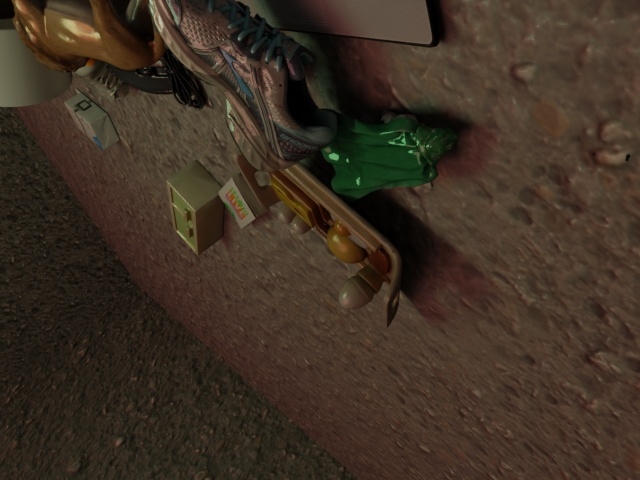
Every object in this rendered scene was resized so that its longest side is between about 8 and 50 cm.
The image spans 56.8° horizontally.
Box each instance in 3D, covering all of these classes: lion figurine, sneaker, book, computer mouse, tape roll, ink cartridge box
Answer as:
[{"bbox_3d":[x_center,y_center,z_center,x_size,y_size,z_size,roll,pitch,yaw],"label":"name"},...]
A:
[{"bbox_3d":[-0.363,-0.343,0.941,0.392,0.142,0.240,27,150,29],"label":"lion figurine"},{"bbox_3d":[-0.454,-0.355,1.250,0.121,0.099,0.262,45,177,-20],"label":"sneaker"},{"bbox_3d":[-0.165,-0.081,1.231,0.096,0.035,0.144,56,159,-4],"label":"book"},{"bbox_3d":[-0.074,-0.212,0.666,0.122,0.110,0.283,-11,128,36],"label":"sneaker"},{"bbox_3d":[-0.335,-0.334,1.089,0.272,0.072,0.188,28,150,42],"label":"computer mouse"},{"bbox_3d":[-0.658,-0.414,1.240,0.246,0.246,0.169,38,138,26],"label":"tape roll"},{"bbox_3d":[-0.662,-0.348,1.694,0.180,0.060,0.104,37,155,29],"label":"ink cartridge box"}]

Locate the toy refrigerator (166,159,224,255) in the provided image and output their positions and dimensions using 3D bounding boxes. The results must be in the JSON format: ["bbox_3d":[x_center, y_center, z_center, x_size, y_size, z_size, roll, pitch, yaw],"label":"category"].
[{"bbox_3d":[-0.298,-0.068,1.412,0.102,0.094,0.269,46,157,9],"label":"toy refrigerator"}]

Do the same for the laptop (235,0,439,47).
[{"bbox_3d":[-0.145,-0.329,0.527,0.382,0.236,0.408,27,149,45],"label":"laptop"}]

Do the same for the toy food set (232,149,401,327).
[{"bbox_3d":[0.000,0.000,0.893,0.306,0.092,0.220,42,172,17],"label":"toy food set"}]

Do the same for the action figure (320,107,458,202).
[{"bbox_3d":[0.076,-0.106,0.691,0.137,0.063,0.232,60,159,-20],"label":"action figure"}]
